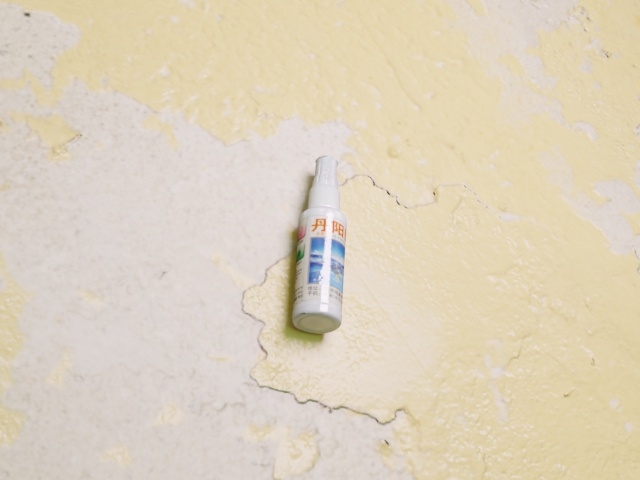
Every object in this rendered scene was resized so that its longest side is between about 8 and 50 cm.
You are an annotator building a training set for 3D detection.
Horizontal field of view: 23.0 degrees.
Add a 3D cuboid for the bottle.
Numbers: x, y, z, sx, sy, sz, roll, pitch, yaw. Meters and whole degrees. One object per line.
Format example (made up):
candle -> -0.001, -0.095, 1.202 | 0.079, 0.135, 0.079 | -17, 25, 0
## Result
bottle -> 0.000, 0.000, 1.820 | 0.060, 0.060, 0.217 | 12, 60, -17
